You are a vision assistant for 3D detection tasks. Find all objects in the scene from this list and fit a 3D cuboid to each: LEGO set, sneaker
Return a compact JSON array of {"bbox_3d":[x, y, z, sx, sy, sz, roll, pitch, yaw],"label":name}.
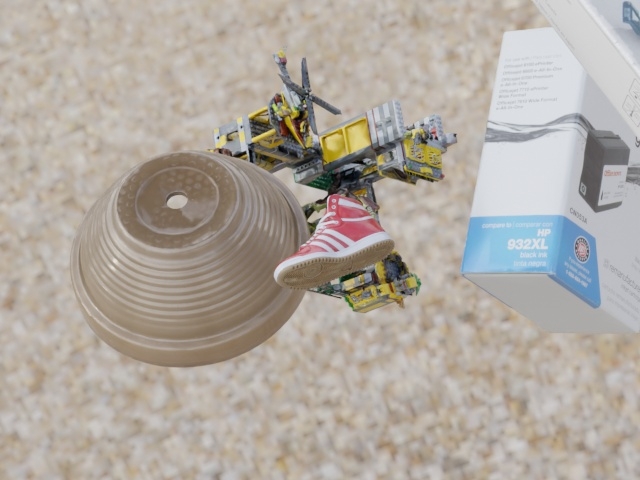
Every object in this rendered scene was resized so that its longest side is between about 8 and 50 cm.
[{"bbox_3d":[0.035,-0.055,2.056,0.192,0.331,0.255,-22,60,34],"label":"LEGO set"},{"bbox_3d":[0.000,0.000,1.584,0.118,0.042,0.067,-17,57,-29],"label":"sneaker"}]

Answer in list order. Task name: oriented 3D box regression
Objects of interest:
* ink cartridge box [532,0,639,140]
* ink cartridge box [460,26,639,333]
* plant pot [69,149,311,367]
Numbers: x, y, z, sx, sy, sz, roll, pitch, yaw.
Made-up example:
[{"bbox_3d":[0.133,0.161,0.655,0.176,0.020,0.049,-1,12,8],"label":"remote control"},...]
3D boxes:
[{"bbox_3d":[0.280,-0.179,1.154,0.261,0.066,0.296,-30,71,-14],"label":"ink cartridge box"},{"bbox_3d":[0.294,-0.068,2.097,0.129,0.223,0.307,-2,69,38],"label":"ink cartridge box"},{"bbox_3d":[-0.128,-0.006,1.711,0.237,0.110,0.237,-3,55,4],"label":"plant pot"}]
